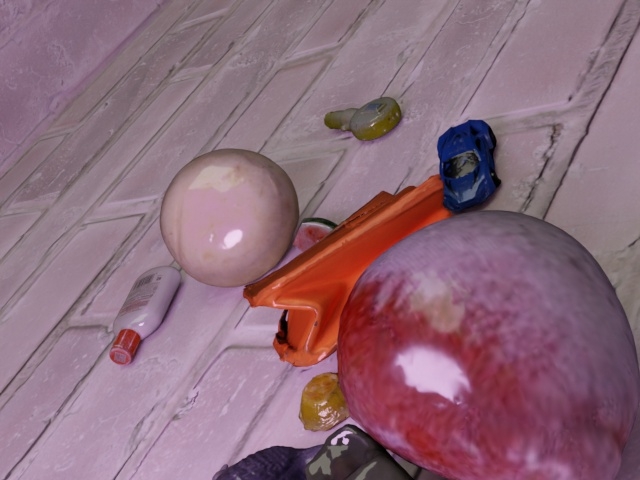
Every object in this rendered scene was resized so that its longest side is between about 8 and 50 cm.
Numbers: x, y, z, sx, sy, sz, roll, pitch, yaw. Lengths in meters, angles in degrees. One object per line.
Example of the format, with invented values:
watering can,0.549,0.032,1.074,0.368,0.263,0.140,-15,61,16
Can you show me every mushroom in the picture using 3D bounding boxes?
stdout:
mushroom,-0.156,-0.034,1.885,0.246,0.202,0.246,-3,71,8

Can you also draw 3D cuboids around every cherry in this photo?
cherry,0.195,0.120,1.179,0.335,0.291,0.326,19,37,30

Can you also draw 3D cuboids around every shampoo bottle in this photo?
shampoo bottle,-0.324,0.135,1.941,0.108,0.051,0.221,-18,32,27

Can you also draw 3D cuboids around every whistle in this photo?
whistle,0.075,-0.242,2.104,0.104,0.057,0.198,-46,31,-23

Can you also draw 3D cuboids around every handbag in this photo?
handbag,0.043,0.038,1.486,0.303,0.116,0.410,-34,3,-5

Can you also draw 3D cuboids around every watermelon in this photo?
watermelon,-0.003,-0.005,1.812,0.072,0.084,0.092,-56,-10,1

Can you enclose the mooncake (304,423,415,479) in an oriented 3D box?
mooncake,0.052,0.279,1.180,0.104,0.175,0.168,-34,69,-7

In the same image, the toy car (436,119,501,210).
toy car,0.233,-0.126,1.742,0.103,0.063,0.216,-22,29,21

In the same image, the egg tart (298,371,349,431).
egg tart,0.007,0.214,1.470,0.105,0.039,0.105,-24,29,14

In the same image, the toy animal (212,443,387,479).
toy animal,-0.099,0.310,1.320,0.367,0.081,0.206,-16,-6,-26
